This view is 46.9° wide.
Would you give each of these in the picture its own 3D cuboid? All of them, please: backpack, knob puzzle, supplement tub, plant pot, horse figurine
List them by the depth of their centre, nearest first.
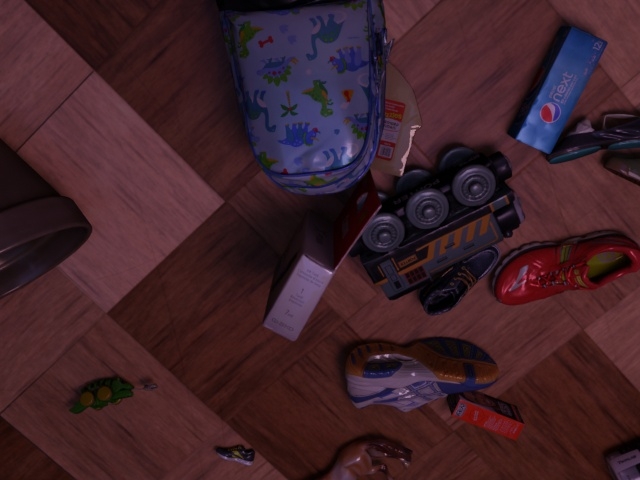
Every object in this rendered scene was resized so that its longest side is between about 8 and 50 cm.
[{"bbox_3d":[-0.019,-0.252,1.219,0.290,0.273,0.355,-4,114,-2],"label":"backpack"},{"bbox_3d":[-0.610,-0.053,1.268,0.323,0.323,0.280,-34,87,10],"label":"plant pot"},{"bbox_3d":[0.090,-0.229,1.322,0.213,0.030,0.213,2,98,14],"label":"knob puzzle"},{"bbox_3d":[0.686,0.451,1.480,0.191,0.117,0.117,-26,105,8],"label":"supplement tub"},{"bbox_3d":[0.073,0.491,1.525,0.175,0.066,0.263,34,106,-15],"label":"horse figurine"}]

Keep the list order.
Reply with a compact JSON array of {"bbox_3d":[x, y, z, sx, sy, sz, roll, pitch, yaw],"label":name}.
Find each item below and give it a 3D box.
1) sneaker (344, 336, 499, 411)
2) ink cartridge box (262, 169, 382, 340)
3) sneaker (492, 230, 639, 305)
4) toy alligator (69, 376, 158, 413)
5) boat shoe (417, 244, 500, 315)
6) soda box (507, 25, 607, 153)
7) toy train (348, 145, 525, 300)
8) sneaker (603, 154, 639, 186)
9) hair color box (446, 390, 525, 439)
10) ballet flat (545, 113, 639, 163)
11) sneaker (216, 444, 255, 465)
[{"bbox_3d":[0.196,0.272,1.453,0.297,0.111,0.130,2,124,2],"label":"sneaker"},{"bbox_3d":[0.000,0.000,1.259,0.066,0.296,0.261,29,104,-8],"label":"ink cartridge box"},{"bbox_3d":[0.455,0.054,1.363,0.279,0.118,0.107,-20,105,6],"label":"sneaker"},{"bbox_3d":[-0.417,0.298,1.481,0.190,0.056,0.051,-19,65,6],"label":"toy alligator"},{"bbox_3d":[0.267,0.076,1.389,0.183,0.083,0.065,-39,103,11],"label":"boat shoe"},{"bbox_3d":[0.413,-0.264,1.296,0.071,0.067,0.210,22,105,-6],"label":"soda box"},{"bbox_3d":[0.205,-0.031,1.340,0.334,0.142,0.190,-27,116,6],"label":"toy train"},{"bbox_3d":[0.615,-0.133,1.340,0.192,0.064,0.086,23,98,-6],"label":"sneaker"},{"bbox_3d":[0.328,0.341,1.474,0.141,0.072,0.043,21,106,-6],"label":"hair color box"},{"bbox_3d":[0.502,-0.188,1.324,0.203,0.074,0.074,-10,106,10],"label":"ballet flat"},{"bbox_3d":[-0.175,0.439,1.532,0.083,0.031,0.035,18,92,-9],"label":"sneaker"}]
